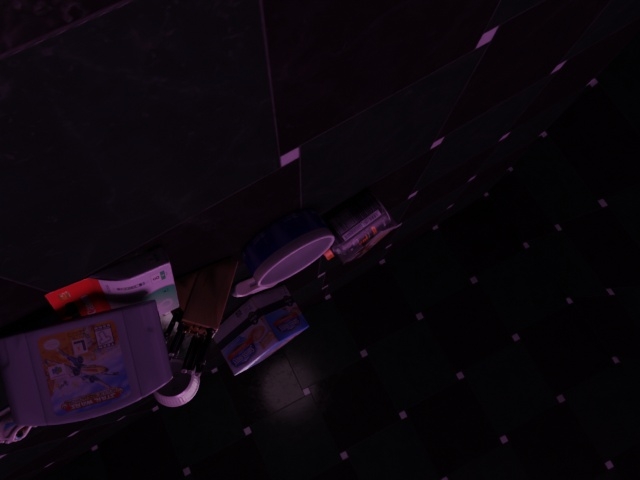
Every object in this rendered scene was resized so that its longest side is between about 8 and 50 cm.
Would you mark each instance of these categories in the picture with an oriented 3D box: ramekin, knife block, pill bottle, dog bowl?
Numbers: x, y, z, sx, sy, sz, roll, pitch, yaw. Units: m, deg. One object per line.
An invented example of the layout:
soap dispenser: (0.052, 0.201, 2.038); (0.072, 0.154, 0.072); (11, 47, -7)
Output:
ramekin: (-0.642, 0.613, 1.914); (0.207, 0.207, 0.109); (-28, 157, -22)
knife block: (-0.295, 0.202, 1.143); (0.275, 0.242, 0.088); (-24, 165, -37)
pill bottle: (0.096, -0.041, 1.429); (0.245, 0.131, 0.130); (-36, 167, -1)
dog bowl: (-0.094, 0.023, 1.284); (0.264, 0.104, 0.265); (-31, 166, -8)

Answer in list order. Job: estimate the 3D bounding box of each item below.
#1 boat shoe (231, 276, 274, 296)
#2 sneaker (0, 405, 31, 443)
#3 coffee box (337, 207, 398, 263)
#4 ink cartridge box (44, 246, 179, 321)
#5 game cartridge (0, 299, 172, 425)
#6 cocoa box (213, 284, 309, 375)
boat shoe: (-0.231, 0.158, 1.549); (0.184, 0.066, 0.063); (-26, 180, -37)
sneaker: (-0.909, 0.544, 1.247); (0.228, 0.092, 0.087); (-32, 169, -3)
coffee box: (0.180, -0.019, 1.801); (0.141, 0.098, 0.246); (-17, 159, -51)
ink cartridge box: (-0.417, 0.125, 0.910); (0.224, 0.056, 0.181); (-27, 151, -28)
game cartridge: (-0.460, 0.248, 0.866); (0.296, 0.198, 0.062); (-13, 178, -13)
cocoa box: (-0.271, 0.400, 1.949); (0.347, 0.228, 0.231); (-41, 165, 31)
